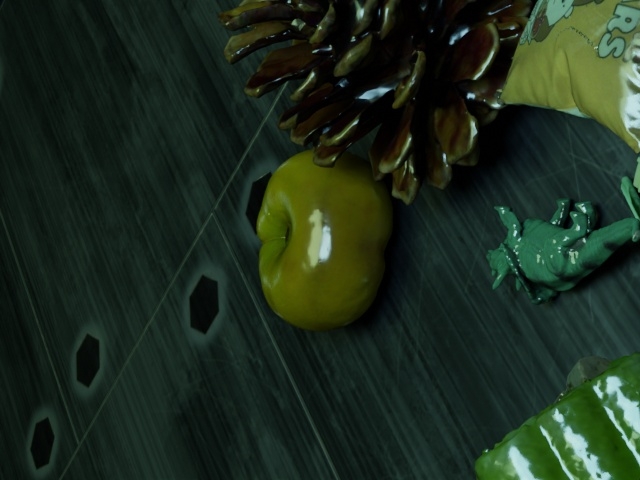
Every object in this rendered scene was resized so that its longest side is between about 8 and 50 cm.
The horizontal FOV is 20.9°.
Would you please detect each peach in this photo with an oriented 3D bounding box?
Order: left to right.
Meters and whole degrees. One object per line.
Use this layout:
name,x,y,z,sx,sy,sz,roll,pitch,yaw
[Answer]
peach,0.000,0.000,2.303,0.251,0.153,0.251,-170,90,-73

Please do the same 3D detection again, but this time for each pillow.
pillow,0.334,-0.258,1.858,0.310,0.119,0.312,-60,28,1

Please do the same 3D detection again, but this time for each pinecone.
pinecone,0.047,-0.246,2.100,0.384,0.384,0.384,-20,66,53

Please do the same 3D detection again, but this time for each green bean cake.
green bean cake,0.328,0.238,1.513,0.319,0.335,0.218,-32,56,7

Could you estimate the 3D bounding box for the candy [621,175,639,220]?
candy,0.363,0.022,1.831,0.262,0.077,0.073,-106,25,-45

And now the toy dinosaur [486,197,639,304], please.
toy dinosaur,0.275,-0.008,1.944,0.292,0.079,0.120,-35,60,55

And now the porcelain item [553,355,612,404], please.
porcelain item,0.265,0.224,1.924,0.215,0.069,0.081,-59,43,36

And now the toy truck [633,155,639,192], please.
toy truck,0.393,-0.039,1.774,0.191,0.085,0.116,48,130,54
